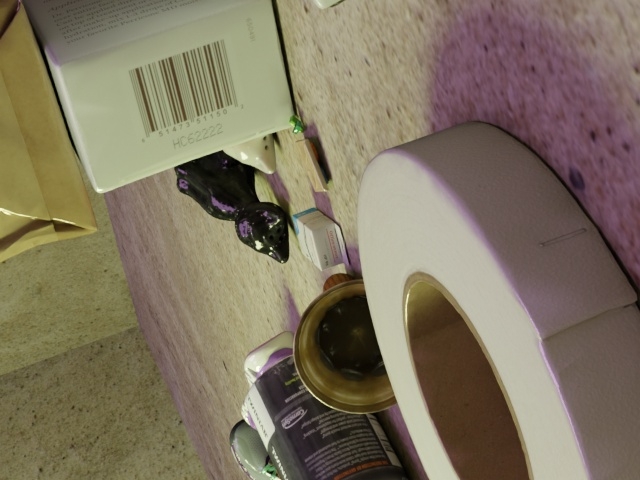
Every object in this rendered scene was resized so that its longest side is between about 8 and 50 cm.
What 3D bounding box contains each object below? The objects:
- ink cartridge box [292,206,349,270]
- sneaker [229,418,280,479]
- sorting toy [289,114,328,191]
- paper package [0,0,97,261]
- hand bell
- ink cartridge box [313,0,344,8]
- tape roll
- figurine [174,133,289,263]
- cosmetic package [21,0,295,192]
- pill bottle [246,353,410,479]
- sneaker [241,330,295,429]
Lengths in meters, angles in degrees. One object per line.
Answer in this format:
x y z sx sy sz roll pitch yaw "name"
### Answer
0.000 0.000 1.452 0.083 0.028 0.048 -142 34 -66 "ink cartridge box"
-0.035 0.339 1.944 0.224 0.083 0.098 49 160 -14 "sneaker"
-0.011 -0.090 1.403 0.062 0.012 0.083 -163 51 -80 "sorting toy"
-0.391 -0.172 1.486 0.325 0.168 0.309 -127 19 -51 "paper package"
0.030 0.070 1.342 0.242 0.126 0.126 -107 0 -77 "hand bell"
-0.082 -0.358 0.967 0.304 0.072 0.307 65 -174 27 "ink cartridge box"
0.134 0.108 0.974 0.392 0.072 0.392 160 90 -78 "tape roll"
-0.103 -0.100 1.636 0.209 0.092 0.215 45 152 45 "figurine"
-0.219 -0.253 1.537 0.453 0.230 0.161 -125 19 -52 "cosmetic package"
0.019 0.251 1.519 0.130 0.130 0.246 88 159 -53 "pill bottle"
-0.044 0.222 1.841 0.104 0.095 0.236 50 160 25 "sneaker"
